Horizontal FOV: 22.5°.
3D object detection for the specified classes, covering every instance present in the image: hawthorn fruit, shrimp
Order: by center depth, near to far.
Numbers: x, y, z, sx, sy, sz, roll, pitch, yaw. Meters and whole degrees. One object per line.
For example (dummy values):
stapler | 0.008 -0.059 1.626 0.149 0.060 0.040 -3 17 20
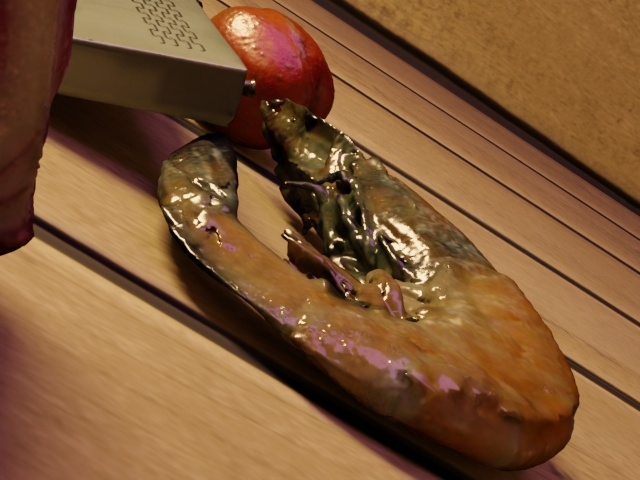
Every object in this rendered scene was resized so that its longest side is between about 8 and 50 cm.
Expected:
shrimp | 0.000 0.000 1.015 0.272 0.085 0.445 22 18 -26
hawthorn fruit | -0.048 -0.130 1.306 0.128 0.128 0.128 33 11 -7

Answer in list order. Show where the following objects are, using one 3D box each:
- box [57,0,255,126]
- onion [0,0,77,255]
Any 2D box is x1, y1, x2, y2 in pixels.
box | -0.164 -0.151 1.105 0.211 0.045 0.270 9 20 -21
onion | -0.195 -0.117 0.616 0.206 0.216 0.207 8 14 -14
